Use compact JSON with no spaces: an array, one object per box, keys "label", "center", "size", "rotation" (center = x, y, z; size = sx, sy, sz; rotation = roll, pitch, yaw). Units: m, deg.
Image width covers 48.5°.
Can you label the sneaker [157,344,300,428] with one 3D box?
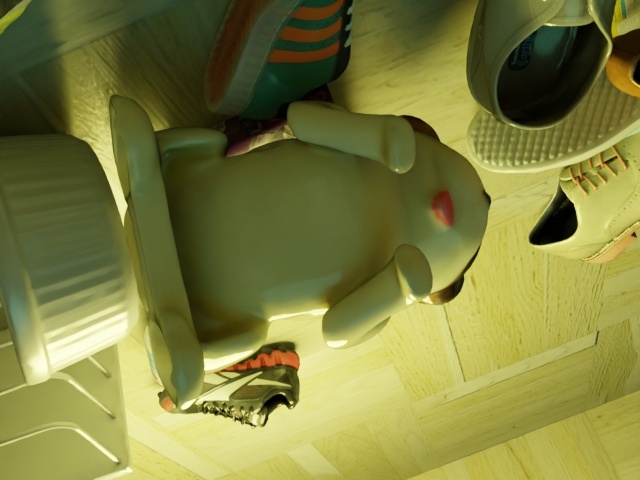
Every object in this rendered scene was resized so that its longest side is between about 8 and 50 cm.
[{"label":"sneaker","center":[-0.162,0.291,1.326],"size":[0.275,0.135,0.098],"rotation":[-11,147,-10]}]

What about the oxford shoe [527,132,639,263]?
[{"label":"oxford shoe","center":[0.464,-0.094,1.106],"size":[0.146,0.141,0.397],"rotation":[1,139,-16]}]

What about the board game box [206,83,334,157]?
[{"label":"board game box","center":[-0.038,-0.055,0.986],"size":[0.208,0.056,0.347],"rotation":[-19,146,7]}]

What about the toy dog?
[{"label":"toy dog","center":[0.000,0.000,0.794],"size":[0.407,0.285,0.395],"rotation":[-11,169,-17]}]

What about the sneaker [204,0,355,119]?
[{"label":"sneaker","center":[-0.011,-0.234,0.705],"size":[0.121,0.108,0.302],"rotation":[3,148,-31]}]

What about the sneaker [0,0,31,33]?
[{"label":"sneaker","center":[-0.389,-0.155,0.625],"size":[0.384,0.145,0.147],"rotation":[-31,175,12]}]

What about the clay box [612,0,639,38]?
[{"label":"clay box","center":[0.284,-0.259,0.853],"size":[0.222,0.053,0.127],"rotation":[-26,142,12]}]

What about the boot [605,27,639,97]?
[{"label":"boot","center":[0.448,-0.165,0.738],"size":[0.294,0.211,0.104],"rotation":[8,113,7]}]

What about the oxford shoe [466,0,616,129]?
[{"label":"oxford shoe","center":[0.228,-0.295,0.673],"size":[0.169,0.130,0.450],"rotation":[-7,132,-5]}]

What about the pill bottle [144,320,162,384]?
[{"label":"pill bottle","center":[-0.240,0.170,1.160],"size":[0.087,0.087,0.160],"rotation":[-10,144,-14]}]

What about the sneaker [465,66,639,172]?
[{"label":"sneaker","center":[0.381,-0.178,0.953],"size":[0.365,0.135,0.150],"rotation":[-21,165,20]}]

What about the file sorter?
[{"label":"file sorter","center":[-0.386,0.179,0.933],"size":[0.192,0.278,0.173],"rotation":[-19,144,-1]}]

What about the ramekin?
[{"label":"ramekin","center":[-0.290,0.009,0.767],"size":[0.127,0.273,0.273],"rotation":[-16,147,-24]}]
